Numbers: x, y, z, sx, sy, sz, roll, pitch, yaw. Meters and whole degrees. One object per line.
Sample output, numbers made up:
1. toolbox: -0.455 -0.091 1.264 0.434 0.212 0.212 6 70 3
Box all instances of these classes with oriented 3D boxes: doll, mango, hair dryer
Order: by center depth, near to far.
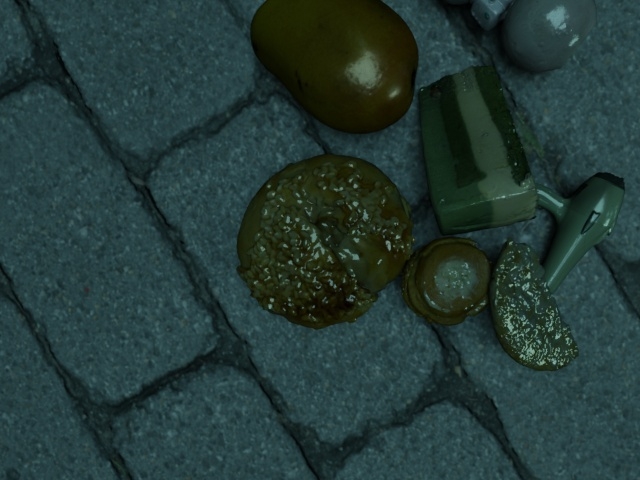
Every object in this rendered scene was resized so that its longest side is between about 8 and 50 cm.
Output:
1. doll: 0.304 -0.401 0.769 0.287 0.151 0.151 37 94 5
2. mango: 0.021 -0.313 0.775 0.317 0.173 0.211 37 100 13
3. hair dryer: 0.396 -0.018 0.821 0.224 0.088 0.219 8 97 16

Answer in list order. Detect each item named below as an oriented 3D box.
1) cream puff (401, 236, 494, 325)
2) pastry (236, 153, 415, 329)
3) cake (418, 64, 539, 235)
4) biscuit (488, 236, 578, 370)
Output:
1. cream puff: 0.216 0.072 0.802 0.165 0.115 0.150 3 79 -7
2. pastry: 0.000 0.000 0.772 0.315 0.184 0.285 -37 84 5
3. cake: 0.243 -0.154 0.750 0.157 0.172 0.284 -12 90 18
4. biscuit: 0.347 0.131 0.784 0.141 0.038 0.290 -40 111 -21
